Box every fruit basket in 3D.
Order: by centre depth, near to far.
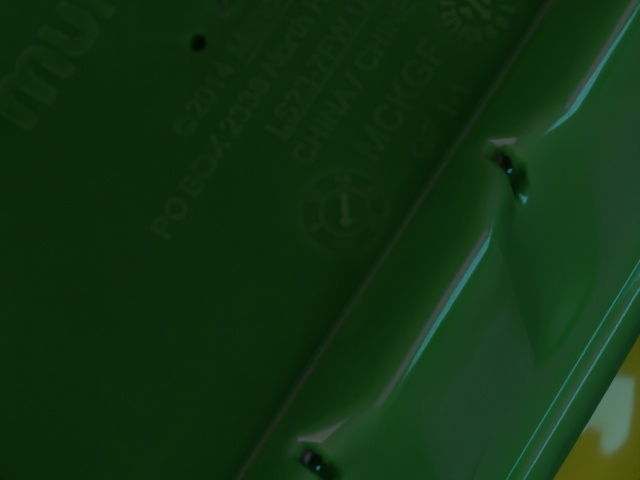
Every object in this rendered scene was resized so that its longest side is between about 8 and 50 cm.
[{"bbox_3d":[0.000,0.000,0.573,0.283,0.392,0.392,31,112,10],"label":"fruit basket"}]
